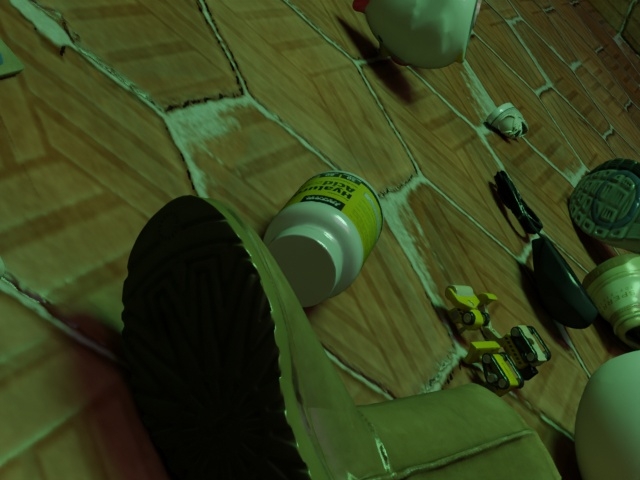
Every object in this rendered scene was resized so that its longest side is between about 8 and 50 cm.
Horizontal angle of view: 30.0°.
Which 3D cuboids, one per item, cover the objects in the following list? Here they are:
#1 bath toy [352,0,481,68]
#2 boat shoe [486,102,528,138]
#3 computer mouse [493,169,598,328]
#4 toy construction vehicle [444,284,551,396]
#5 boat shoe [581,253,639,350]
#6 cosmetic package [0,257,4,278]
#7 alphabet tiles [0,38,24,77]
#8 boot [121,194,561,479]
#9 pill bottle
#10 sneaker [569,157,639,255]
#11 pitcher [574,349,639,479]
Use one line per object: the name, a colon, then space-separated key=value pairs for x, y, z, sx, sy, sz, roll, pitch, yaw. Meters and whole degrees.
bath toy: x=0.119 y=-0.277 z=1.342 sx=0.129 sy=0.151 sz=0.348 roll=13 pitch=27 yaw=6
boat shoe: x=0.232 y=-0.142 z=1.460 sx=0.035 sy=0.035 sz=0.100 roll=54 pitch=16 yaw=15
computer mouse: x=0.213 y=0.008 z=1.198 sx=0.071 sy=0.041 sz=0.242 roll=46 pitch=14 yaw=-33
toy construction vehicle: x=0.134 y=0.081 z=0.940 sx=0.086 sy=0.035 sz=0.098 roll=1 pitch=49 yaw=-48
boat shoe: x=0.398 y=0.104 z=1.314 sx=0.285 sy=0.104 sz=0.089 roll=20 pitch=40 yaw=-33
cosmetic package: x=-0.239 y=-0.002 z=0.267 sx=0.160 sy=0.113 sz=0.309 roll=53 pitch=24 yaw=8
alphabet tiles: x=-0.265 y=-0.140 z=0.566 sx=0.198 sy=0.009 sz=0.237 roll=50 pitch=23 yaw=-1
boot: x=0.027 y=0.098 z=0.647 sx=0.269 sy=0.089 sz=0.236 roll=7 pitch=61 yaw=-58
pill bottle: x=0.000 y=0.000 z=0.765 sx=0.065 sy=0.065 sz=0.116 roll=48 pitch=23 yaw=-6
sneaker: x=0.413 y=-0.003 z=1.411 sx=0.129 sy=0.111 sz=0.297 roll=40 pitch=-2 yaw=-39
pitcher: x=0.279 y=0.200 z=0.907 sx=0.178 sy=0.125 sz=0.207 roll=34 pitch=37 yaw=-37
